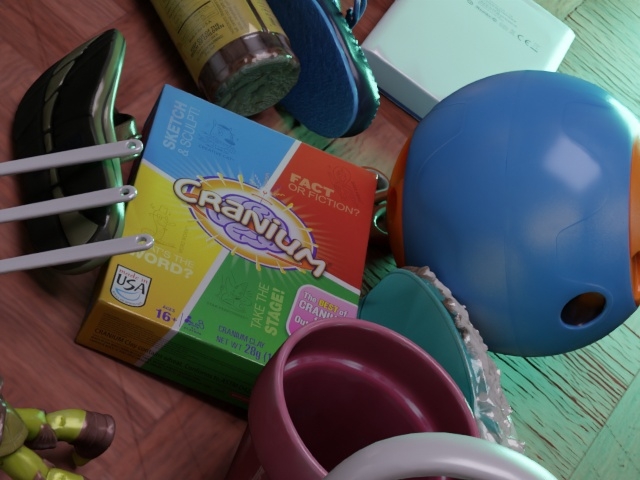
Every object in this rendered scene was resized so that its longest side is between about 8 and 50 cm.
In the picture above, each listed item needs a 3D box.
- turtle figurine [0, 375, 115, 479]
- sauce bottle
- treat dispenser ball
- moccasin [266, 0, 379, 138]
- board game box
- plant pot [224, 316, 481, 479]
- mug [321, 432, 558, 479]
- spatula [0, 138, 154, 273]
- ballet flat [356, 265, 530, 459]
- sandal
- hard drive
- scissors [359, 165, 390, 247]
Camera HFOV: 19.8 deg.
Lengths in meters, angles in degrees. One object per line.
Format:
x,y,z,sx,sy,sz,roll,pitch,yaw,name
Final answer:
-0.267,0.144,1.460,0.217,0.087,0.269,23,29,-32,turtle figurine
-0.138,-0.289,1.978,0.111,0.111,0.344,-3,54,-39,sauce bottle
0.209,-0.027,1.845,0.288,0.288,0.288,21,42,-20,treat dispenser ball
-0.019,-0.258,2.020,0.117,0.138,0.342,-4,55,-45,moccasin
-0.079,0.012,1.747,0.242,0.064,0.316,22,41,-11,board game box
0.008,0.195,1.557,0.201,0.180,0.201,21,42,-20,plant pot
0.054,0.300,1.344,0.328,0.374,0.276,24,26,-7,mug
-0.267,-0.018,1.594,0.242,0.019,0.168,-9,46,-4,spatula
0.135,0.219,1.700,0.147,0.147,0.409,6,52,-34,ballet flat
-0.220,-0.077,1.727,0.086,0.120,0.303,42,31,-41,sandal
0.177,-0.230,2.217,0.210,0.040,0.319,36,39,-2,hard drive
0.000,0.000,1.876,0.109,0.021,0.297,49,41,11,scissors
